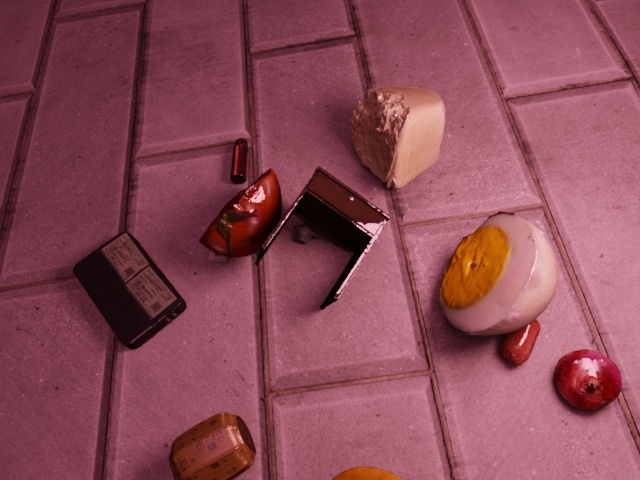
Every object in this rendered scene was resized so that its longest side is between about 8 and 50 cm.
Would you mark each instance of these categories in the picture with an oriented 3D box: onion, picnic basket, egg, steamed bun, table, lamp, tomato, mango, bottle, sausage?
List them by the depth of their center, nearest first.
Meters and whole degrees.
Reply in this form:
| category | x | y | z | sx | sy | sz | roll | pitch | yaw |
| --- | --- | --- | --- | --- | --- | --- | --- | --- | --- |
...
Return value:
| category | x | y | z | sx | sy | sz | roll | pitch | yaw |
| --- | --- | --- | --- | --- | --- | --- | --- | --- | --- |
| mango | 0.132 | 0.610 | 1.115 | 0.261 | 0.109 | 0.157 | 15 | 69 | 17 |
| onion | 0.648 | 0.334 | 1.179 | 0.149 | 0.140 | 0.150 | -7 | 69 | 20 |
| lamp | -0.262 | 0.518 | 1.191 | 0.185 | 0.161 | 0.161 | -30 | 62 | -5 |
| egg | 0.481 | 0.111 | 1.257 | 0.200 | 0.337 | 0.337 | 26 | 63 | -20 |
| sausage | 0.523 | 0.257 | 1.276 | 0.076 | 0.076 | 0.141 | 28 | 69 | 20 |
| table | 0.000 | 0.000 | 1.367 | 0.250 | 0.196 | 0.282 | 35 | 69 | -3 |
| tomato | -0.205 | -0.061 | 1.470 | 0.309 | 0.309 | 0.170 | -45 | 103 | -16 |
| picnic basket | -0.043 | -0.033 | 1.509 | 0.083 | 0.065 | 0.083 | 21 | 83 | 22 |
| steamed bun | 0.229 | -0.347 | 1.524 | 0.273 | 0.291 | 0.272 | -27 | 54 | -28 |
| bottle | -0.274 | -0.276 | 1.669 | 0.060 | 0.060 | 0.164 | -4 | 61 | 5 |

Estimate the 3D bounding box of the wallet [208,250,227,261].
| category | x | y | z | sx | sy | sz | roll | pitch | yaw |
| --- | --- | --- | --- | --- | --- | --- | --- | --- | --- |
| wallet | -0.316 | 0.007 | 1.543 | 0.061 | 0.025 | 0.122 | -1 | 62 | 14 |

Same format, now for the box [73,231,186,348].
| category | x | y | z | sx | sy | sz | roll | pitch | yaw |
| --- | --- | --- | --- | --- | --- | --- | --- | --- | --- |
| box | -0.583 | 0.143 | 1.487 | 0.211 | 0.058 | 0.350 | -38 | 64 | -15 |

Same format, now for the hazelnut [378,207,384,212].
| category | x | y | z | sx | sy | sz | roll | pitch | yaw |
| --- | --- | --- | --- | --- | --- | --- | --- | --- | --- |
| hazelnut | 0.156 | -0.067 | 1.497 | 0.086 | 0.086 | 0.087 | -3 | 62 | 6 |
